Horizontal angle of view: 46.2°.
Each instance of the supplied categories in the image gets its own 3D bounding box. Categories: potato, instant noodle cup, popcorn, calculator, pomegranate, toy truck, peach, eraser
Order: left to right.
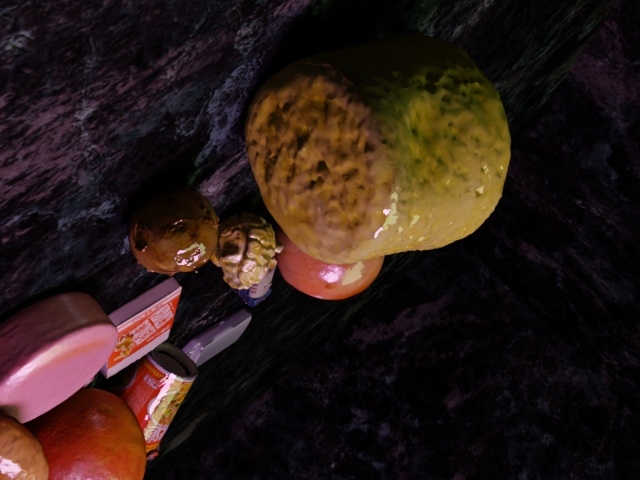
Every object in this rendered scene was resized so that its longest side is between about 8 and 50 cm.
[{"bbox_3d":[-0.475,0.414,1.443,0.281,0.281,0.238,-36,-161,-27],"label":"peach"},{"bbox_3d":[-0.354,0.172,1.457,0.157,0.038,0.230,-34,164,-33],"label":"eraser"},{"bbox_3d":[-0.378,0.342,1.652,0.212,0.193,0.193,-54,165,11],"label":"instant noodle cup"},{"bbox_3d":[-0.216,-0.011,1.114,0.137,0.137,0.176,-37,-173,-25],"label":"potato"},{"bbox_3d":[-0.273,0.258,1.947,0.246,0.045,0.141,-31,162,-43],"label":"calculator"},{"bbox_3d":[-0.138,0.015,1.391,0.162,0.141,0.135,15,136,-27],"label":"popcorn"},{"bbox_3d":[-0.144,0.077,1.663,0.074,0.088,0.201,-38,167,-24],"label":"toy truck"},{"bbox_3d":[0.000,0.000,1.545,0.252,0.271,0.229,-91,178,-54],"label":"pomegranate"}]

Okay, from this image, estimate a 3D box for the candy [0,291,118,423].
[{"bbox_3d":[-0.430,0.187,1.160,0.255,0.094,0.255,-40,166,-12],"label":"candy"}]

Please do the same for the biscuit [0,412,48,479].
[{"bbox_3d":[-0.508,0.325,1.072,0.213,0.091,0.274,-10,132,9],"label":"biscuit"}]

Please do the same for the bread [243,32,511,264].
[{"bbox_3d":[0.081,-0.130,1.122,0.308,0.348,0.348,-22,156,-49],"label":"bread"}]

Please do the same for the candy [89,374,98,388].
[{"bbox_3d":[-0.488,0.323,1.581,0.035,0.035,0.123,-7,134,-49],"label":"candy"}]
